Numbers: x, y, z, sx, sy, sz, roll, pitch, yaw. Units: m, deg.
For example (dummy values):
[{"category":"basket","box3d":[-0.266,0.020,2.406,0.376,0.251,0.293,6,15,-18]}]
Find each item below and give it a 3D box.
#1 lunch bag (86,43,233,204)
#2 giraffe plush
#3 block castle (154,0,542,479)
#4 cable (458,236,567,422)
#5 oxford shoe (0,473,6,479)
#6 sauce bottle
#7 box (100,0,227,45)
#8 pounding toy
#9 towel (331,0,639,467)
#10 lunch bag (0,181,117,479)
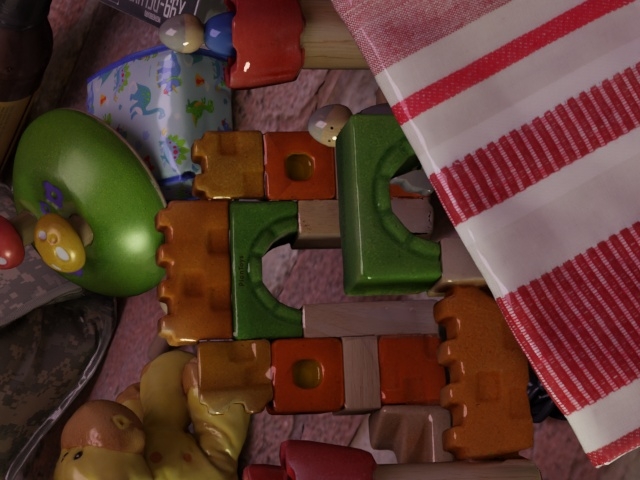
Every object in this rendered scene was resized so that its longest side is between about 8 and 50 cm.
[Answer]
[{"category":"lunch bag","box3d":[-0.152,-0.098,1.489,0.151,0.096,0.128,-11,78,37]},{"category":"giraffe plush","box3d":[-0.159,0.195,1.406,0.181,0.170,0.210,-42,56,37]},{"category":"block castle","box3d":[0.000,0.000,1.123,0.303,0.213,0.453,125,142,-76]},{"category":"cable","box3d":[0.160,0.054,1.160,0.184,0.047,0.150,0,86,48]},{"category":"oxford shoe","box3d":[-0.188,0.379,1.365,0.130,0.169,0.449,-22,95,6]},{"category":"sauce bottle","box3d":[-0.328,-0.171,1.635,0.344,0.111,0.111,-54,49,44]},{"category":"box","box3d":[-0.144,-0.329,1.519,0.307,0.076,0.242,28,107,46]},{"category":"pounding toy","box3d":[-0.212,0.009,1.439,0.237,0.110,0.183,52,143,4]},{"category":"towel","box3d":[0.183,-0.064,0.976,0.237,0.037,0.329,-28,86,1]},{"category":"lunch bag","box3d":[-0.349,0.092,1.630,0.287,0.169,0.235,-54,45,3]}]
